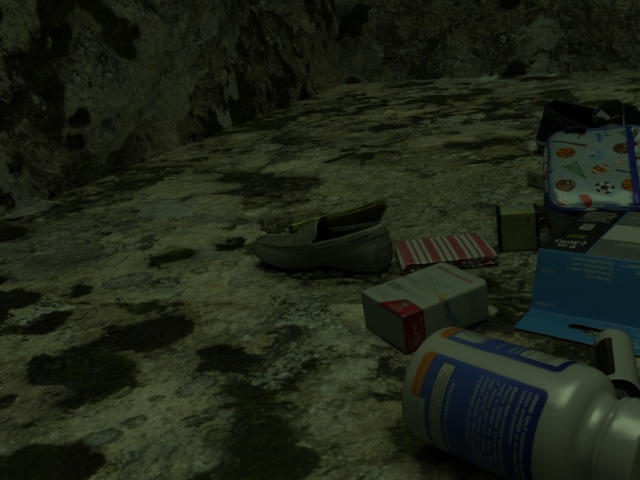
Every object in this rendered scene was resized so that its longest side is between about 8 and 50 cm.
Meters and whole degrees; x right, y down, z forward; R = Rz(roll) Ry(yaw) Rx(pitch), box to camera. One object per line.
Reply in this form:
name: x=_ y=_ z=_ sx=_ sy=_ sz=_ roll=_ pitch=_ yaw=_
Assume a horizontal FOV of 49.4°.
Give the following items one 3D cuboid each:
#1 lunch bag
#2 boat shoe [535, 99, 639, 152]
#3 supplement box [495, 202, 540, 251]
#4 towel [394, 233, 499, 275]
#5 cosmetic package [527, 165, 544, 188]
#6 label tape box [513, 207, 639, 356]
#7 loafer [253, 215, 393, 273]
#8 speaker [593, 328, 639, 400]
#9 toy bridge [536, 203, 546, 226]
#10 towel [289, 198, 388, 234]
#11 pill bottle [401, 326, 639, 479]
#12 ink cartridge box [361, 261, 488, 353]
lunch bag: x=0.593 y=-0.130 z=1.452 sx=0.243 sy=0.115 sz=0.303 roll=-1 pitch=44 yaw=21
boat shoe: x=0.813 y=-0.303 z=1.918 sx=0.187 sy=0.156 sz=0.500 roll=-19 pitch=24 yaw=-31
supplement box: x=0.409 y=-0.027 z=1.439 sx=0.083 sy=0.083 sz=0.056 roll=-4 pitch=21 yaw=13
towel: x=0.257 y=0.027 z=1.442 sx=0.197 sy=0.029 sz=0.144 roll=-6 pitch=20 yaw=0
cosmetic package: x=0.600 y=-0.171 z=1.806 sx=0.115 sy=0.041 sz=0.060 roll=-16 pitch=21 yaw=-20
label tape box: x=0.503 y=0.053 z=1.160 sx=0.241 sy=0.106 sz=0.334 roll=9 pitch=26 yaw=40
loafer: x=0.000 y=0.000 z=1.485 sx=0.319 sy=0.111 sz=0.112 roll=1 pitch=22 yaw=23
speaker: x=0.403 y=0.175 z=0.949 sx=0.055 sy=0.055 sz=0.136 roll=0 pitch=22 yaw=20
toy bridge: x=0.523 y=-0.068 z=1.586 sx=0.063 sy=0.026 sz=0.188 roll=9 pitch=26 yaw=32
towel: x=0.040 y=-0.037 z=1.622 sx=0.237 sy=0.102 sz=0.021 roll=-16 pitch=64 yaw=-16
pill bottle: x=0.241 y=0.203 z=0.799 sx=0.152 sy=0.152 sz=0.272 roll=-26 pitch=27 yaw=-39
ink cartridge box: x=0.178 y=0.110 z=1.181 sx=0.175 sy=0.072 sz=0.127 roll=-18 pitch=22 yaw=-23
